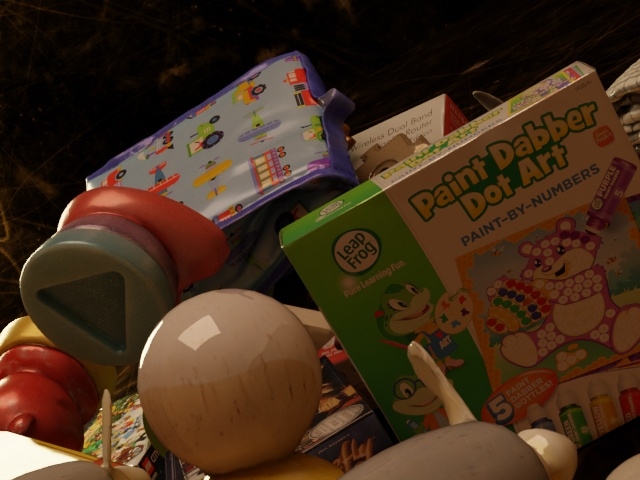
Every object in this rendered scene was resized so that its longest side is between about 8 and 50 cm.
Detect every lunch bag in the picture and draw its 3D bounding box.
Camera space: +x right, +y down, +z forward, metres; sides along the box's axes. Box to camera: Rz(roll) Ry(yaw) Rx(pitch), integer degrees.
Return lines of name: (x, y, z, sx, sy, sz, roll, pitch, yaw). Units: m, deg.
lunch bag: (-0.087, -0.055, 1.306, 0.293, 0.138, 0.221, -40, 35, 19)

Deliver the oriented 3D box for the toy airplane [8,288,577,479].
toy airplane: (-0.066, 0.153, 0.581, 0.386, 0.272, 0.384, -1, -13, 9)

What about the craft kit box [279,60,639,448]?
craft kit box: (0.137, 0.039, 0.951, 0.250, 0.247, 0.061, -30, 12, 5)

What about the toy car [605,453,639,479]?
toy car: (0.216, 0.167, 0.588, 0.182, 0.159, 0.136, -20, 51, 38)

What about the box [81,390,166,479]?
box: (-0.214, 0.230, 1.450, 0.159, 0.044, 0.233, -25, 14, 20)

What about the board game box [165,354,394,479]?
board game box: (-0.039, 0.166, 1.018, 0.165, 0.042, 0.243, -31, 7, -5)

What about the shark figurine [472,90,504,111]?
shark figurine: (0.156, -0.028, 1.472, 0.278, 0.166, 0.116, -40, 49, 9)

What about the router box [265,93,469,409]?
router box: (0.004, 0.041, 1.332, 0.335, 0.082, 0.301, -24, 41, 28)

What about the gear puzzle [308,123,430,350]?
gear puzzle: (0.038, -0.034, 1.258, 0.175, 0.044, 0.339, -40, 35, 8)

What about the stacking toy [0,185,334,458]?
stacking toy: (-0.158, 0.126, 1.161, 0.309, 0.279, 0.130, -60, 5, 39)

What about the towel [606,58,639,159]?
towel: (0.453, -0.178, 1.362, 0.235, 0.121, 0.283, -38, 14, -37)

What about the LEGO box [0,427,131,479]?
LEGO box: (-0.340, 0.362, 0.907, 0.500, 0.193, 0.372, -37, 14, -25)
